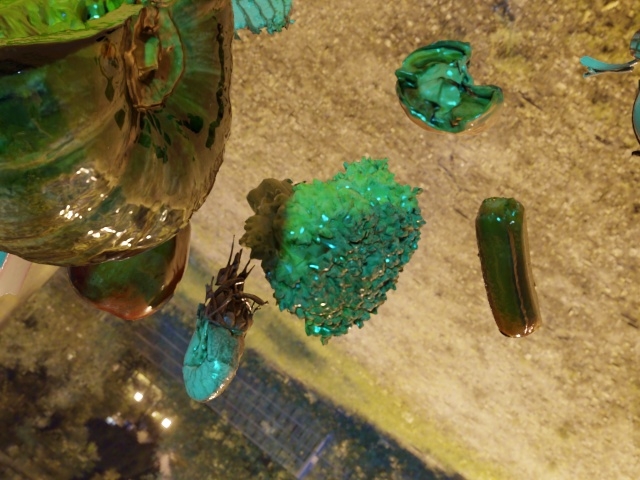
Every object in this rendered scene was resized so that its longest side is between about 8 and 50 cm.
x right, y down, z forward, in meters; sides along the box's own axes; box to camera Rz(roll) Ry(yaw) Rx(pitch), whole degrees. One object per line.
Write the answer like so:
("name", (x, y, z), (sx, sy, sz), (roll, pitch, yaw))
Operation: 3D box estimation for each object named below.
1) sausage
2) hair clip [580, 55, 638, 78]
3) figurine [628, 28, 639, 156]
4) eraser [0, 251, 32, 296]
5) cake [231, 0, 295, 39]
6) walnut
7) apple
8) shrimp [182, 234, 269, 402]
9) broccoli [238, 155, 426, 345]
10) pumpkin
("sausage", (0.356, 0.064, 1.337), (0.102, 0.102, 0.330), (20, 140, 46))
("hair clip", (0.535, -0.327, 1.305), (0.039, 0.030, 0.115), (33, 171, -32))
("figurine", (0.598, -0.250, 1.025), (0.281, 0.370, 0.167), (30, -160, 0))
("eraser", (-0.538, -0.108, 0.947), (0.359, 0.272, 0.122), (30, -172, -2))
("cake", (-0.110, -0.373, 1.102), (0.287, 0.098, 0.135), (-112, 15, -44))
("walnut", (0.268, -0.307, 1.511), (0.141, 0.204, 0.238), (71, 178, -57))
("apple", (-0.336, 0.025, 1.241), (0.234, 0.234, 0.234), (35, 162, 13))
("shrimp", (-0.177, 0.142, 1.327), (0.116, 0.343, 0.145), (22, 146, -14))
("broccoli", (-0.009, 0.006, 1.159), (0.281, 0.347, 0.293), (45, 124, 31))
("pumpkin", (-0.212, -0.098, 0.579), (0.242, 0.325, 0.232), (19, 124, 21))
